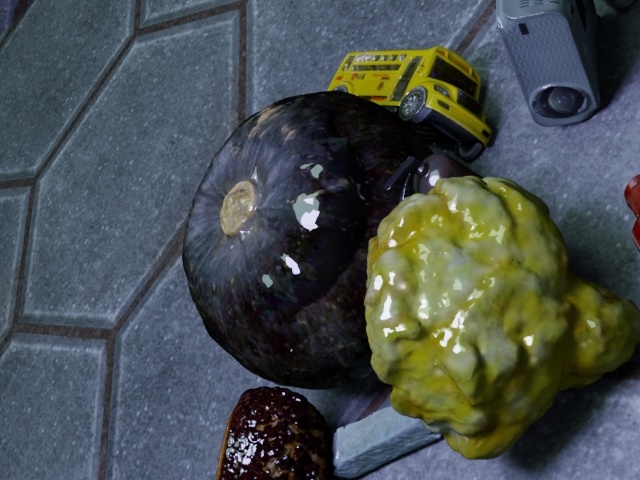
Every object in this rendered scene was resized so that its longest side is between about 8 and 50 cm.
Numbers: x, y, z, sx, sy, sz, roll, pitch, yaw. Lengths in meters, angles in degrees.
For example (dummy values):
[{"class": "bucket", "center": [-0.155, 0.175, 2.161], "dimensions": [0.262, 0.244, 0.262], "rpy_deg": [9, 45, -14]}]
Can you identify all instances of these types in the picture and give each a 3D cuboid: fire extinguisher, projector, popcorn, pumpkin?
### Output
[{"class": "fire extinguisher", "center": [0.201, -0.053, 1.877], "dimensions": [0.072, 0.267, 0.089], "rpy_deg": [17, 81, 55]}, {"class": "projector", "center": [0.329, -0.313, 1.913], "dimensions": [0.108, 0.250, 0.198], "rpy_deg": [-7, 56, 20]}, {"class": "popcorn", "center": [0.210, 0.079, 1.718], "dimensions": [0.292, 0.334, 0.293], "rpy_deg": [-35, 1, 31]}, {"class": "pumpkin", "center": [0.000, 0.000, 2.029], "dimensions": [0.454, 0.344, 0.454], "rpy_deg": [-20, 61, 42]}]

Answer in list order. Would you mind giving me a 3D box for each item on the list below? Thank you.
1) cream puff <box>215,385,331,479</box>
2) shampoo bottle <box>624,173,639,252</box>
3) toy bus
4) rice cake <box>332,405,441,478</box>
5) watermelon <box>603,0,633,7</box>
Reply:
[{"class": "cream puff", "center": [-0.068, 0.337, 2.004], "dimensions": [0.239, 0.165, 0.239], "rpy_deg": [9, -90, -86]}, {"class": "shampoo bottle", "center": [0.456, 0.013, 1.681], "dimensions": [0.102, 0.064, 0.260], "rpy_deg": [-46, 37, 22]}, {"class": "toy bus", "center": [0.149, -0.230, 2.188], "dimensions": [0.330, 0.144, 0.152], "rpy_deg": [11, 73, 56]}, {"class": "rice cake", "center": [0.097, 0.280, 1.952], "dimensions": [0.206, 0.063, 0.069], "rpy_deg": [-33, 37, 32]}, {"class": "watermelon", "center": [0.456, -0.453, 1.984], "dimensions": [0.261, 0.201, 0.213], "rpy_deg": [-18, 32, -14]}]
